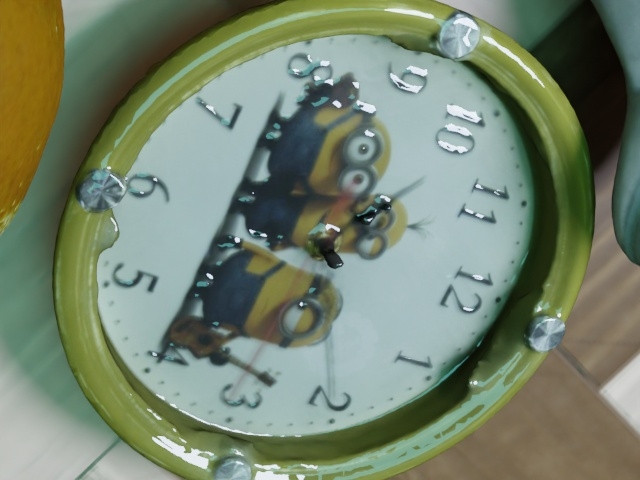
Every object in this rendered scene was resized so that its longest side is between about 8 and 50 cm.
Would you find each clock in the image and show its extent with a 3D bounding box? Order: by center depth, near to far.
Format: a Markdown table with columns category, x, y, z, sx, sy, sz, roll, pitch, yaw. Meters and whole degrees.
| category | x | y | z | sx | sy | sz | roll | pitch | yaw |
| --- | --- | --- | --- | --- | --- | --- | --- | --- | --- |
| clock | 0.000 | 0.000 | 0.713 | 0.237 | 0.057 | 0.237 | -8 | 118 | -15 |

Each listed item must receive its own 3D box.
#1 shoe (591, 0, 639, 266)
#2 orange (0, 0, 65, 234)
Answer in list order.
| category | x | y | z | sx | sy | sz | roll | pitch | yaw |
| --- | --- | --- | --- | --- | --- | --- | --- | --- | --- |
| shoe | 0.158 | -0.109 | 0.703 | 0.100 | 0.103 | 0.251 | 19 | 96 | 19 |
| orange | -0.183 | -0.038 | 0.564 | 0.237 | 0.179 | 0.158 | -38 | 78 | -3 |
